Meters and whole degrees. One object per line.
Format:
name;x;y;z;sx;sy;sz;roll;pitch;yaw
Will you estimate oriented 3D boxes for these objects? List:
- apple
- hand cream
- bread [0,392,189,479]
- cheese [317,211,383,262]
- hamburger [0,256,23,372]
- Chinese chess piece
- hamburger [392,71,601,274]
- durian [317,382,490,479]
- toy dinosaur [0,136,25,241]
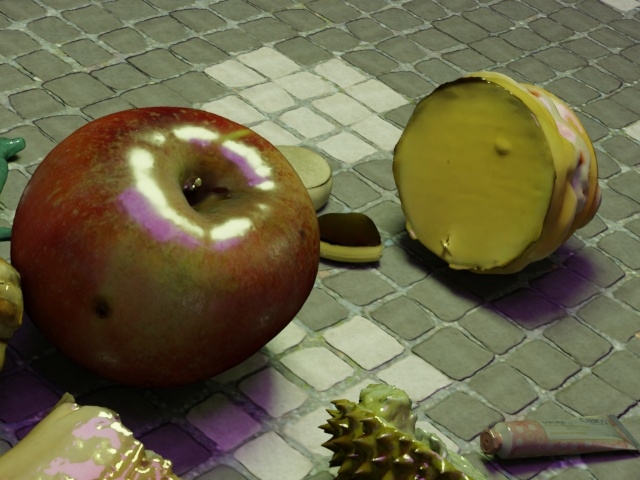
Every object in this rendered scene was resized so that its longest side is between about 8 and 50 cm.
apple;-0.181;0.010;1.697;0.349;0.277;0.348;15;44;-15
hand cream;0.285;0.234;1.748;0.210;0.043;0.067;-1;32;-28
bread;-0.212;0.326;1.306;0.316;0.211;0.270;34;49;15
cheese;0.000;-0.001;1.992;0.163;0.036;0.086;-1;39;-19
hamburger;-0.472;0.062;1.555;0.305;0.174;0.284;18;2;-17
Chinese chess piece;-0.043;-0.086;2.091;0.122;0.051;0.122;7;35;-5
hamburger;0.257;-0.090;2.023;0.276;0.276;0.237;33;20;27
durian;0.095;0.243;1.552;0.167;0.172;0.306;-21;24;-29
toy dinosaur;-0.523;-0.041;1.857;0.384;0.129;0.331;-17;22;-20
